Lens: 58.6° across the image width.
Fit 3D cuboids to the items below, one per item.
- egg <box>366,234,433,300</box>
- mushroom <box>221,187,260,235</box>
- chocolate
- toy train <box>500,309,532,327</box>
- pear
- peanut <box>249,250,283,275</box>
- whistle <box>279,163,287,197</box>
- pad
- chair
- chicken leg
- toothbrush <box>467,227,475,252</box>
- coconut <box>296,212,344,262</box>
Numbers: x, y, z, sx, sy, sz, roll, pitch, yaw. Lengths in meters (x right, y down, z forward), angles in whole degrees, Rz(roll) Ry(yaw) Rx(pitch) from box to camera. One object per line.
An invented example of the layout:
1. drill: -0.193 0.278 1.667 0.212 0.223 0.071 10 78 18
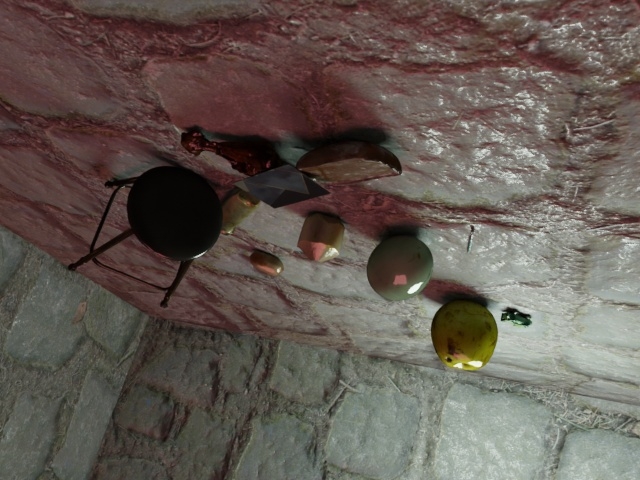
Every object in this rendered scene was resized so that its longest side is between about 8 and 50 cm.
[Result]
1. egg: 0.254 0.089 1.835 0.202 0.203 0.283 20 156 -10
2. mushroom: -0.291 -0.099 1.918 0.099 0.081 0.312 19 154 -21
3. chocolate: 0.072 -0.205 1.429 0.253 0.080 0.156 -4 164 41
4. toy train: 0.763 0.307 2.224 0.122 0.050 0.081 21 164 -16
5. pear: 0.555 0.368 2.217 0.283 0.284 0.284 13 158 6
6. peanut: -0.218 0.093 2.319 0.152 0.076 0.076 26 156 -15
7. whistle: -0.110 -0.162 1.631 0.110 0.092 0.244 28 156 -24
8. pad: -0.108 -0.142 1.545 0.163 0.004 0.243 31 153 -36
9. chair: -0.547 -0.040 1.891 0.364 0.362 0.410 27 150 -26
10. chicken leg: -0.240 -0.243 1.551 0.304 0.093 0.113 20 141 10
11. toothbrush: 0.460 0.003 1.747 0.011 0.014 0.167 26 162 20
12. coconut: 0.000 0.000 1.857 0.147 0.153 0.147 15 158 6
